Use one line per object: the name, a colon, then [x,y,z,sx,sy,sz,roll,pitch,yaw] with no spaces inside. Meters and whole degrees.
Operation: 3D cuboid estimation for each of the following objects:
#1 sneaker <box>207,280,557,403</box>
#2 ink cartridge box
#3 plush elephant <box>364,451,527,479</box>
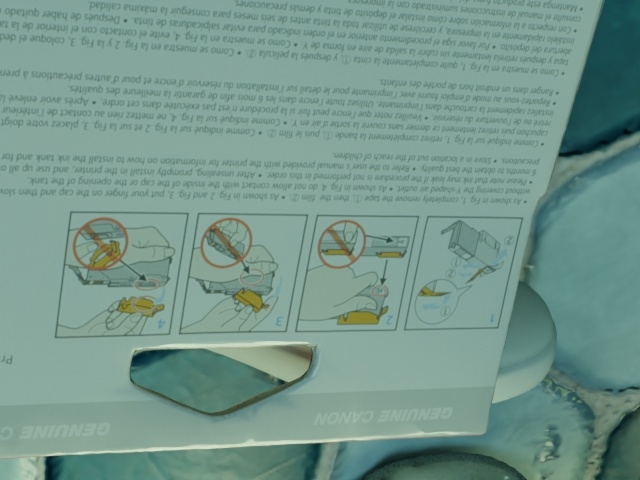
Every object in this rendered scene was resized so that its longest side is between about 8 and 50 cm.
sneaker: [0.000,0.000,0.748,0.290,0.106,0.123,14,122,-17]
ink cartridge box: [-0.036,-0.036,0.659,0.296,0.066,0.261,1,116,-26]
plush elephant: [0.098,0.278,0.878,0.255,0.330,0.272,3,111,14]
